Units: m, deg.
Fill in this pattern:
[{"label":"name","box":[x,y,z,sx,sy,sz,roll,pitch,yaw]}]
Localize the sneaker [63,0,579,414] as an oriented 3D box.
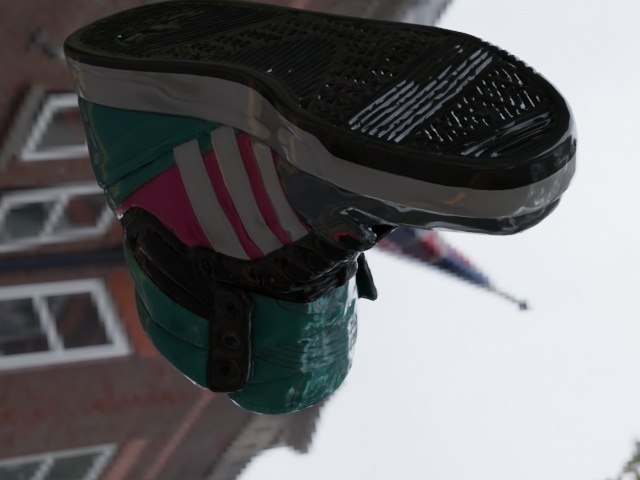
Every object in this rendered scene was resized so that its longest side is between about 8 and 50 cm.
[{"label":"sneaker","box":[0.000,0.000,0.849,0.295,0.123,0.178,19,-52,46]}]
